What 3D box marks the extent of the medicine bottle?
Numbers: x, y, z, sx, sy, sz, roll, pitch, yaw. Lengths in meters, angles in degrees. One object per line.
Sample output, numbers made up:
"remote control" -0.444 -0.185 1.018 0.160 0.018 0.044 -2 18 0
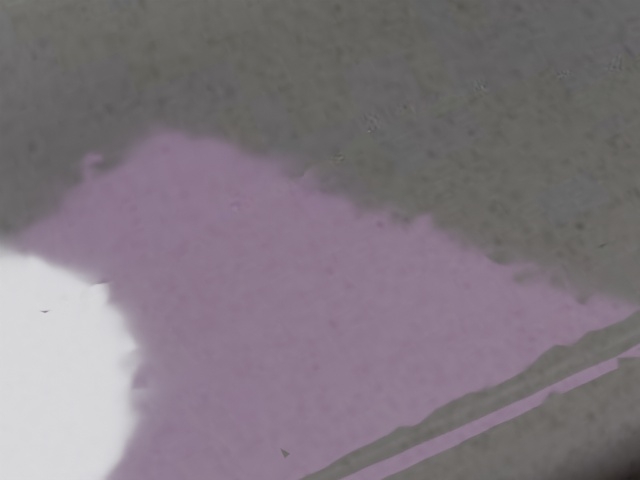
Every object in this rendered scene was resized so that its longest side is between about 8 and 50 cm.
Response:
"medicine bottle" 0.000 0.000 0.564 0.375 0.123 0.282 -22 65 -15
